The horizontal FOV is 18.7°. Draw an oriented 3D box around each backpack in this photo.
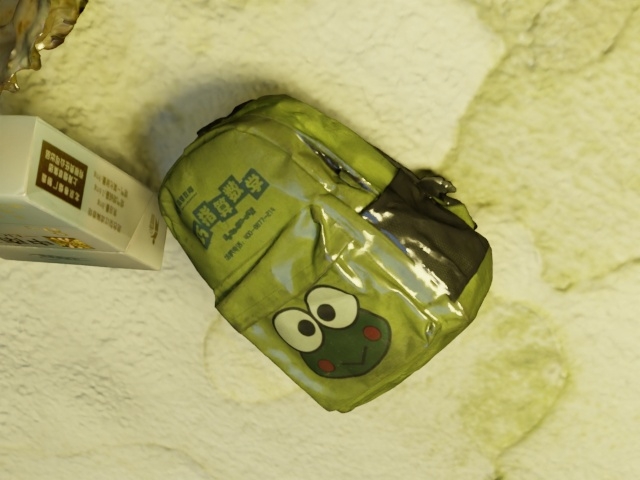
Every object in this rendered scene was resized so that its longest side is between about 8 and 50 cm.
[{"bbox_3d":[0.000,0.000,1.494,0.253,0.140,0.207,43,132,-6],"label":"backpack"}]

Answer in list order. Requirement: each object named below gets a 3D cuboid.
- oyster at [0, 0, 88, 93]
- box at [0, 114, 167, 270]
[{"bbox_3d":[-0.240,-0.230,1.404,0.198,0.133,0.337,43,134,-10],"label":"oyster"},{"bbox_3d":[-0.236,-0.036,1.523,0.155,0.067,0.243,5,168,22],"label":"box"}]
